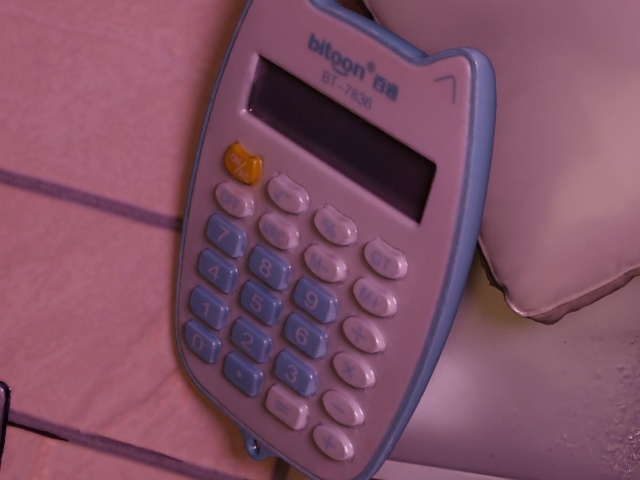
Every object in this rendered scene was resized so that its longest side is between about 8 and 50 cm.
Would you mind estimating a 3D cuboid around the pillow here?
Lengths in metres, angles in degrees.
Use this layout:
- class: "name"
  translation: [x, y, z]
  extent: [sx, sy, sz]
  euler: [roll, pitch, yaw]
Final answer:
- class: "pillow"
  translation: [0.183, -0.128, 1.236]
  extent: [0.255, 0.120, 0.322]
  euler: [-27, 80, 13]

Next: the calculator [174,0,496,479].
- class: "calculator"
  translation: [0.000, 0.000, 1.277]
  extent: [0.256, 0.054, 0.386]
  euler: [34, 119, 33]

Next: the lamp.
- class: "lamp"
  translation: [0.154, 0.073, 1.335]
  extent: [0.269, 0.047, 0.266]
  euler: [8, 102, 8]

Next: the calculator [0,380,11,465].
- class: "calculator"
  translation: [-0.347, 0.220, 1.461]
  extent: [0.161, 0.021, 0.261]
  euler: [11, 103, 7]
